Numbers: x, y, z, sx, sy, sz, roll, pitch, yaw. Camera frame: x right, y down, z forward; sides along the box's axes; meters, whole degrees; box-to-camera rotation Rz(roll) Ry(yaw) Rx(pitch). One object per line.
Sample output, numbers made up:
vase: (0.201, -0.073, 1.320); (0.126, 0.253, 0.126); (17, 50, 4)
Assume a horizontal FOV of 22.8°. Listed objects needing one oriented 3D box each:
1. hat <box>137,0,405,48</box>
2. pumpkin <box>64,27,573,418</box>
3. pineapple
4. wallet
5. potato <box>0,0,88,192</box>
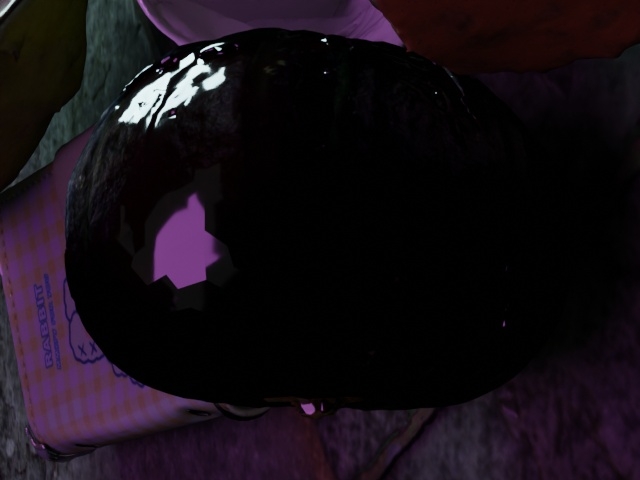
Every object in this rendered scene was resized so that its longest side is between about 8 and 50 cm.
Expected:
hat: (-0.029, -0.161, 0.843); (0.126, 0.203, 0.203); (132, 129, -75)
pumpkin: (0.000, 0.000, 0.731); (0.233, 0.233, 0.163); (-16, 66, 58)
pineapple: (0.066, -0.207, 0.694); (0.158, 0.158, 0.278); (122, 147, -43)
wallet: (-0.134, 0.031, 1.089); (0.309, 0.077, 0.223); (-24, 71, 58)
potato: (-0.275, -0.188, 1.142); (0.397, 0.290, 0.296); (-62, -13, -18)
